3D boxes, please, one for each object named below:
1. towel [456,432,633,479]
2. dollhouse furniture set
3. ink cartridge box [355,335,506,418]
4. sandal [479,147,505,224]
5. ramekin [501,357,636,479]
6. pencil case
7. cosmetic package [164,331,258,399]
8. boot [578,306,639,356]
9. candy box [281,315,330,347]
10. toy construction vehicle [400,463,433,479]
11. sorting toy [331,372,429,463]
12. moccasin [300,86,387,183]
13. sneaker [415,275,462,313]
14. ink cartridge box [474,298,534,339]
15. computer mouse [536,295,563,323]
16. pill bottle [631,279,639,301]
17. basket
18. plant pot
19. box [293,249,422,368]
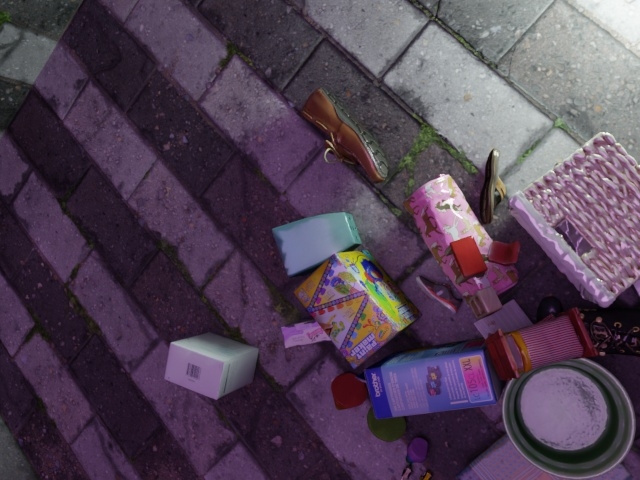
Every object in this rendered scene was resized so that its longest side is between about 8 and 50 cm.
[{"bbox_3d":[0.604,0.646,1.428,0.370,0.040,0.271,-44,64,8],"label":"towel"},{"bbox_3d":[0.481,0.141,1.284,0.202,0.152,0.373,-18,72,-2],"label":"dollhouse furniture set"},{"bbox_3d":[0.304,0.392,1.482,0.396,0.270,0.151,-18,81,23],"label":"ink cartridge box"},{"bbox_3d":[0.503,-0.154,1.494,0.060,0.090,0.219,8,88,2],"label":"sandal"},{"bbox_3d":[0.635,0.446,1.352,0.304,0.148,0.303,-4,79,21],"label":"ramekin"},{"bbox_3d":[0.399,-0.006,1.491,0.160,0.167,0.386,-41,76,39],"label":"pencil case"},{"bbox_3d":[-0.375,0.427,1.807,0.224,0.225,0.138,13,94,23],"label":"cosmetic package"},{"bbox_3d":[0.758,0.236,1.232,0.284,0.377,0.138,-4,98,29],"label":"boot"},{"bbox_3d":[-0.006,0.279,1.656,0.165,0.196,0.070,-14,86,23],"label":"candy box"},{"bbox_3d":[0.296,0.748,1.628,0.086,0.035,0.098,25,104,10],"label":"toy construction vehicle"},{"bbox_3d":[0.172,0.586,1.657,0.366,0.127,0.126,37,134,16],"label":"sorting toy"},{"bbox_3d":[0.069,-0.317,1.638,0.147,0.139,0.380,-46,74,19],"label":"moccasin"},{"bbox_3d":[0.362,0.154,1.577,0.158,0.061,0.065,41,79,17],"label":"sneaker"},{"bbox_3d":[0.517,0.261,1.435,0.145,0.179,0.045,57,149,19],"label":"ink cartridge box"},{"bbox_3d":[0.647,0.278,1.453,0.071,0.041,0.241,-2,91,23],"label":"computer mouse"},{"bbox_3d":[0.898,0.082,1.294,0.216,0.121,0.121,-26,81,23],"label":"pill bottle"},{"bbox_3d":[0.672,-0.047,1.285,0.266,0.331,0.328,-40,76,14],"label":"basket"},{"bbox_3d":[0.000,0.000,1.671,0.234,0.165,0.165,-22,83,15],"label":"plant pot"},{"bbox_3d":[0.120,0.191,1.547,0.177,0.290,0.279,-44,75,18],"label":"box"}]
